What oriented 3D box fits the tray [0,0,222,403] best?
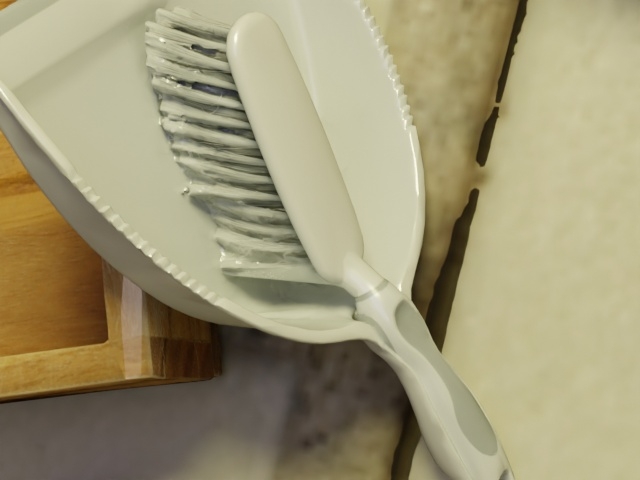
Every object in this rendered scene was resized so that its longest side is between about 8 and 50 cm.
[{"bbox_3d":[-0.247,-0.027,0.575,0.410,0.076,0.203,-8,83,14],"label":"tray"}]

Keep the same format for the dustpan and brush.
[{"bbox_3d":[0.000,0.000,0.496,0.060,0.147,0.211,-9,114,40],"label":"dustpan and brush"}]
